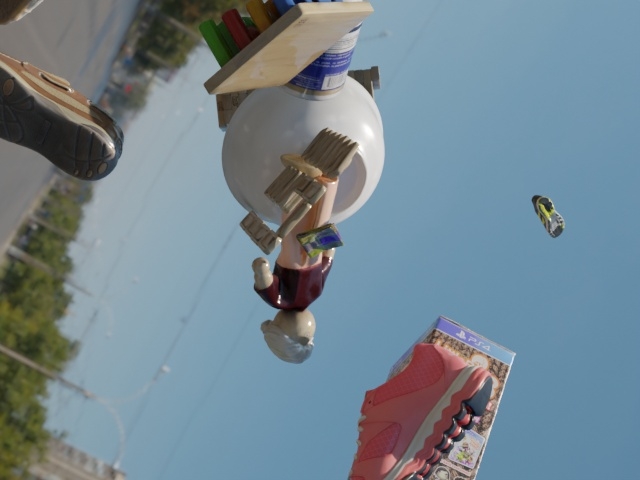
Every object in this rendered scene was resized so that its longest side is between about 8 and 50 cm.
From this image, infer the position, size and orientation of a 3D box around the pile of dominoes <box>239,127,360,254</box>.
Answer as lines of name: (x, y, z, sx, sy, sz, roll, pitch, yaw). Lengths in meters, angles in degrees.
pile of dominoes: (-0.021, -0.065, 1.613, 0.196, 0.040, 0.251, -48, -164, 0)

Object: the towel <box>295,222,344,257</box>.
towel: (0.000, 0.000, 1.709, 0.083, 0.060, 0.009, 61, 11, -64)

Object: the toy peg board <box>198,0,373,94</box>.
toy peg board: (-0.051, -0.251, 1.343, 0.160, 0.079, 0.161, -35, 172, 33)

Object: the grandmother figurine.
grandmother figurine: (-0.033, 0.036, 1.821, 0.104, 0.207, 0.343, 25, -64, 42)

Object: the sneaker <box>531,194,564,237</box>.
sneaker: (0.360, -0.041, 1.832, 0.031, 0.083, 0.035, -31, -149, -4)

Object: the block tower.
block tower: (-0.043, -0.284, 2.340, 0.091, 0.335, 0.097, 45, 38, -85)

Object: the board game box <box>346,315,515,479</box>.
board game box: (0.168, 0.310, 1.858, 0.291, 0.141, 0.232, -65, -176, -34)

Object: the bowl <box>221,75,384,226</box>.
bowl: (-0.008, -0.129, 1.947, 0.298, 0.297, 0.134, -56, -147, 14)

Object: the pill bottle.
pill bottle: (0.000, -0.298, 1.596, 0.112, 0.112, 0.187, -78, -176, -53)

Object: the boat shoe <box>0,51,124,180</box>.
boat shoe: (-0.461, -0.218, 1.870, 0.123, 0.324, 0.116, -49, -170, 30)

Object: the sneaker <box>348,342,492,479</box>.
sneaker: (0.096, 0.275, 1.579, 0.314, 0.136, 0.116, -49, 153, -8)

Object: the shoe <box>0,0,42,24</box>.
shoe: (-0.459, -0.388, 1.800, 0.058, 0.077, 0.219, -15, -176, -38)
